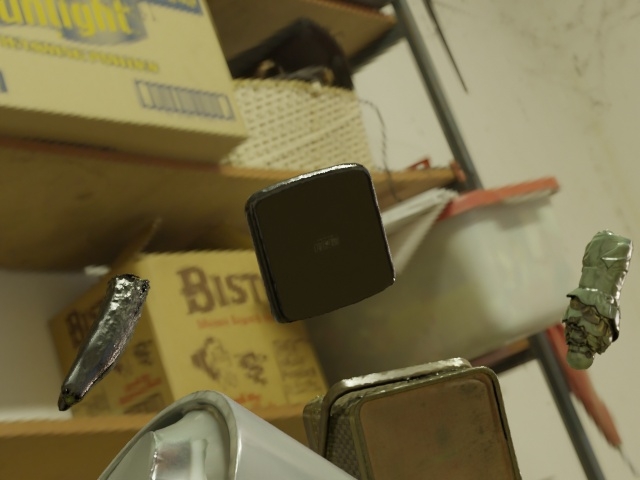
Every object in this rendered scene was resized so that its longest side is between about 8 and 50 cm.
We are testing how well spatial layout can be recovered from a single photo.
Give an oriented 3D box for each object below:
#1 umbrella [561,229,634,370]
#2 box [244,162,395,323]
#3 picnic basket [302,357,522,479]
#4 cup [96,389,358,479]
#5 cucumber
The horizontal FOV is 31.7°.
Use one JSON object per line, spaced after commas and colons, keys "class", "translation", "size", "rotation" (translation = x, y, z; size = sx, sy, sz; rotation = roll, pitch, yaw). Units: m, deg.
{"class": "umbrella", "translation": [0.273, 0.060, 1.122], "size": [0.062, 0.143, 0.067], "rotation": [18, -7, -5]}
{"class": "box", "translation": [0.000, 0.000, 1.007], "size": [0.126, 0.125, 0.027], "rotation": [-19, 11, -22]}
{"class": "picnic basket", "translation": [0.097, 0.252, 1.097], "size": [0.165, 0.266, 0.139], "rotation": [-12, -2, -21]}
{"class": "cup", "translation": [0.004, 0.273, 0.638], "size": [0.372, 0.253, 0.253], "rotation": [35, -44, -19]}
{"class": "cucumber", "translation": [-0.156, 0.073, 0.820], "size": [0.034, 0.134, 0.033], "rotation": [24, -46, -9]}
